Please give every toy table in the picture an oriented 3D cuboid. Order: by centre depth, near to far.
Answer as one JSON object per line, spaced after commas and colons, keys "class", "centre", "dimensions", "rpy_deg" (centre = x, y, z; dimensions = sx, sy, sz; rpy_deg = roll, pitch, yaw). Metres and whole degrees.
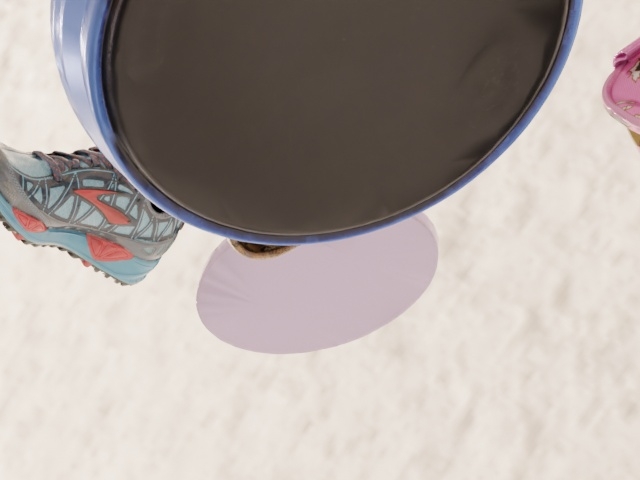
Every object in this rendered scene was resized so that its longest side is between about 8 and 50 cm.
{"class": "toy table", "centre": [0.000, 0.000, 1.993], "dimensions": [0.274, 0.252, 0.161], "rpy_deg": [-10, 31, 11]}

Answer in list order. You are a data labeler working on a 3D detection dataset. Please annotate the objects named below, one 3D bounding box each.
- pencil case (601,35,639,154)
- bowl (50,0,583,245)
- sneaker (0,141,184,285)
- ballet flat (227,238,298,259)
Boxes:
{"class": "pencil case", "centre": [0.380, -0.022, 1.620], "dimensions": [0.167, 0.386, 0.160], "rpy_deg": [-9, 42, 24]}
{"class": "bowl", "centre": [0.007, -0.158, 1.281], "dimensions": [0.391, 0.391, 0.077], "rpy_deg": [-45, 40, 17]}
{"class": "sneaker", "centre": [-0.215, -0.057, 1.632], "dimensions": [0.125, 0.262, 0.104], "rpy_deg": [-44, 56, 12]}
{"class": "ballet flat", "centre": [0.043, -0.066, 1.554], "dimensions": [0.316, 0.107, 0.106], "rpy_deg": [-32, 14, 28]}
